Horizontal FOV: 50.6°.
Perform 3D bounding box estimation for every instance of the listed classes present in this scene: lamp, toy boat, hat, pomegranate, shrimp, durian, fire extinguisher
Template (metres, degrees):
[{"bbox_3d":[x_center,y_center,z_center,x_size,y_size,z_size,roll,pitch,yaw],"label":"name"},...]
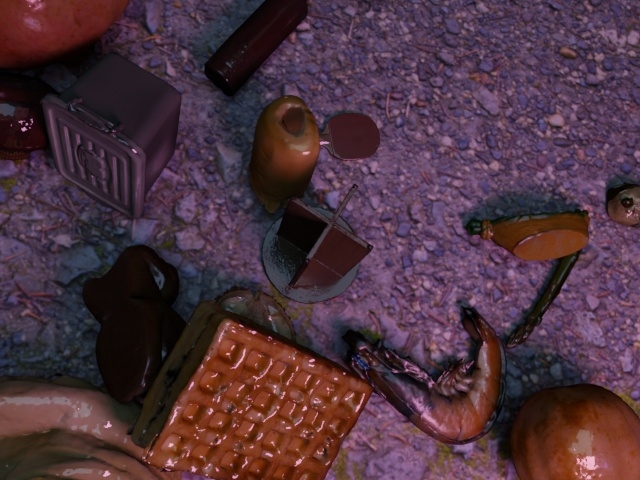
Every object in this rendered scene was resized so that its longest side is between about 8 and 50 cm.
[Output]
[{"bbox_3d":[-0.476,-0.188,1.050,0.157,0.156,0.134,25,115,29],"label":"lamp"},{"bbox_3d":[0.371,-0.018,1.173,0.230,0.088,0.088,-6,41,-11],"label":"toy boat"},{"bbox_3d":[0.565,-0.067,1.220,0.077,0.059,0.076,9,81,-11],"label":"hat"},{"bbox_3d":[0.394,0.315,1.033,0.207,0.207,0.206,2,77,-8],"label":"pomegranate"},{"bbox_3d":[0.180,0.190,1.101,0.291,0.054,0.222,31,76,-4],"label":"shrimp"},{"bbox_3d":[-0.122,0.166,1.038,0.149,0.091,0.188,26,53,-9],"label":"durian"},{"bbox_3d":[-0.435,-0.405,1.026,0.339,0.338,0.337,2,77,-8],"label":"pomegranate"},{"bbox_3d":[-0.100,-0.372,1.184,0.089,0.072,0.267,28,71,36],"label":"fire extinguisher"}]

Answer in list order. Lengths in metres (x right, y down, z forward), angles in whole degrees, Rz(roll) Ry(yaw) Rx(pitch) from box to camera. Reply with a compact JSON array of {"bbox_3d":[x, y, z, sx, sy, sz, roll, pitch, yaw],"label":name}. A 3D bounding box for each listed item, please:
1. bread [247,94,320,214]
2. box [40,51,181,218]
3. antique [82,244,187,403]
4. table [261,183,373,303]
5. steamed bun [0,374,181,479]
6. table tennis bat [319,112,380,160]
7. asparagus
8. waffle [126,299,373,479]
[{"bbox_3d":[-0.063,-0.139,1.076,0.085,0.173,0.134,-8,59,-19],"label":"bread"},{"bbox_3d":[-0.303,-0.158,1.021,0.163,0.243,0.135,31,63,0],"label":"box"},{"bbox_3d":[-0.249,0.120,0.994,0.121,0.143,0.256,-38,57,18],"label":"antique"},{"bbox_3d":[0.000,0.000,1.028,0.167,0.226,0.166,2,77,-8],"label":"table"},{"bbox_3d":[-0.345,0.362,0.896,0.325,0.230,0.371,-3,80,-6],"label":"steamed bun"},{"bbox_3d":[0.029,-0.178,1.186,0.157,0.013,0.086,-8,81,-12],"label":"table tennis bat"},{"bbox_3d":[0.389,0.099,1.168,0.034,0.027,0.236,45,74,-26],"label":"asparagus"},{"bbox_3d":[-0.085,0.233,0.939,0.308,0.091,0.212,31,88,-38],"label":"waffle"}]
